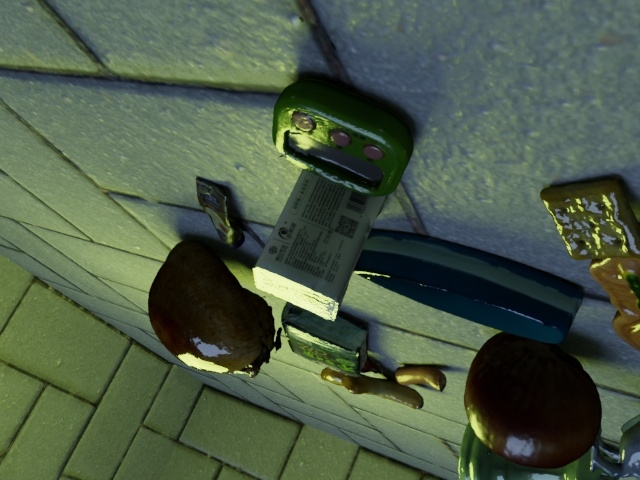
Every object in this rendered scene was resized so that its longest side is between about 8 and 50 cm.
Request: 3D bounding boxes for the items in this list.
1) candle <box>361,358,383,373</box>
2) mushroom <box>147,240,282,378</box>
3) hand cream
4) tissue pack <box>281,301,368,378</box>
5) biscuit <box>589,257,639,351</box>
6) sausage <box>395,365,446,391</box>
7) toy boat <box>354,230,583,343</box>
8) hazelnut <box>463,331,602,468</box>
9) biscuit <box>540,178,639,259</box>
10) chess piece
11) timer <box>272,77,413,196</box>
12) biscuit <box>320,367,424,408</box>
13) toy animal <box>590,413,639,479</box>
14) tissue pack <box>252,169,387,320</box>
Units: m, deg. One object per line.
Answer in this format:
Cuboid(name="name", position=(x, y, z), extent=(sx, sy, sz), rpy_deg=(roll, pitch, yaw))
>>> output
Cuboid(name="candle", position=(0.072, 0.269, 1.544), extent=(0.162, 0.053, 0.048), rpy_deg=(24, 117, -14))
Cuboid(name="mushroom", position=(-0.205, 0.148, 1.284), extent=(0.283, 0.195, 0.263), rpy_deg=(40, 154, -12))
Cuboid(name="hand cream", position=(-0.152, -0.036, 1.043), extent=(0.062, 0.039, 0.163), rpy_deg=(35, 163, 23))
Cuboid(name="tissue pack", position=(0.013, 0.205, 1.395), extent=(0.173, 0.073, 0.235), rpy_deg=(21, 160, 13))
Cuboid(name="biscuit", position=(0.403, 0.092, 0.697), extent=(0.202, 0.047, 0.334), rpy_deg=(8, 155, 38))
Cuboid(name="sausage", position=(0.207, 0.283, 1.399), extent=(0.040, 0.047, 0.177), rpy_deg=(43, 158, -12))
Cuboid(name="toy boat", position=(0.168, 0.052, 0.848), extent=(0.299, 0.061, 0.096), rpy_deg=(18, 159, 20))
Cuboid(name="hazelnut", position=(0.291, 0.217, 0.956), extent=(0.178, 0.178, 0.204), rpy_deg=(33, -160, -21))
Cuboid(name="biscuit", position=(0.247, -0.016, 0.612), extent=(0.081, 0.018, 0.083), rpy_deg=(-3, 124, 56))
Cuboid(name="chess piece", position=(0.461, 0.476, 1.419), extent=(0.299, 0.194, 0.194), rpy_deg=(1, 150, 31))
Cuboid(name="timer", position=(0.020, -0.100, 0.667), extent=(0.140, 0.047, 0.128), rpy_deg=(24, 158, 4))
Cuboid(name="biscuit", position=(0.121, 0.339, 1.573), extent=(0.208, 0.047, 0.164), rpy_deg=(20, 172, -26))
Cuboid(name="toy animal", position=(0.460, 0.296, 0.921), extent=(0.176, 0.239, 0.255), rpy_deg=(1, 116, 23))
Cuboid(name="tissue pack", position=(-0.001, 0.000, 0.788), extent=(0.106, 0.148, 0.099), rpy_deg=(23, 160, 5))
